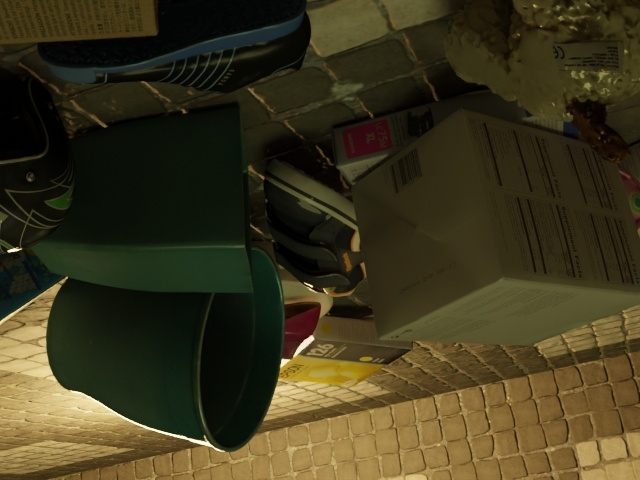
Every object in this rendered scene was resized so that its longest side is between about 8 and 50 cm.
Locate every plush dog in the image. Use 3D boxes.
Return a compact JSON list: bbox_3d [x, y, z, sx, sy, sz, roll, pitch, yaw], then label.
[{"bbox_3d":[0.260,-0.199,0.707,0.225,0.210,0.262,-33,166,-15],"label":"plush dog"}]

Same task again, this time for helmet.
[{"bbox_3d":[-0.314,-0.064,0.799,0.170,0.161,0.169,-8,159,-3],"label":"helmet"}]

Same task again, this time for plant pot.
[{"bbox_3d":[-0.215,0.133,1.143,0.255,0.271,0.271,4,164,20],"label":"plant pot"},{"bbox_3d":[-0.199,-0.036,0.944,0.234,0.165,0.165,-3,159,-3],"label":"plant pot"}]

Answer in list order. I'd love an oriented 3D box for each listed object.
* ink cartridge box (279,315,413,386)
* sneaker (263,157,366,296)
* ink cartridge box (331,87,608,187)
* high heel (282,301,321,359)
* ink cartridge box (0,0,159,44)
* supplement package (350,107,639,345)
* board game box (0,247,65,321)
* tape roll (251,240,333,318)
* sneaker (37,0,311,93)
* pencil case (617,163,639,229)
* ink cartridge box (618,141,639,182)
[{"bbox_3d":[-0.004,0.239,1.814,0.307,0.072,0.303,7,155,-21],"label":"ink cartridge box"},{"bbox_3d":[0.000,0.000,1.110,0.126,0.127,0.321,32,178,28],"label":"sneaker"},{"bbox_3d":[0.186,-0.116,1.029,0.311,0.065,0.186,-12,160,12],"label":"ink cartridge box"},{"bbox_3d":[-0.118,0.125,1.350,0.244,0.082,0.117,17,117,-25],"label":"high heel"},{"bbox_3d":[-0.207,-0.224,0.530,0.193,0.088,0.234,-4,160,-10],"label":"ink cartridge box"},{"bbox_3d":[0.209,-0.001,0.977,0.263,0.198,0.199,7,153,-35],"label":"supplement package"},{"bbox_3d":[-0.505,0.119,1.079,0.308,0.086,0.302,-29,-171,41],"label":"board game box"},{"bbox_3d":[-0.173,0.103,1.435,0.392,0.072,0.392,-8,159,-3],"label":"tape roll"},{"bbox_3d":[-0.122,-0.164,0.737,0.232,0.081,0.090,-9,152,-4],"label":"sneaker"},{"bbox_3d":[0.330,-0.027,1.202,0.124,0.124,0.284,-1,168,-21],"label":"pencil case"},{"bbox_3d":[0.604,-0.110,1.224,0.324,0.071,0.330,11,153,-43],"label":"ink cartridge box"}]
